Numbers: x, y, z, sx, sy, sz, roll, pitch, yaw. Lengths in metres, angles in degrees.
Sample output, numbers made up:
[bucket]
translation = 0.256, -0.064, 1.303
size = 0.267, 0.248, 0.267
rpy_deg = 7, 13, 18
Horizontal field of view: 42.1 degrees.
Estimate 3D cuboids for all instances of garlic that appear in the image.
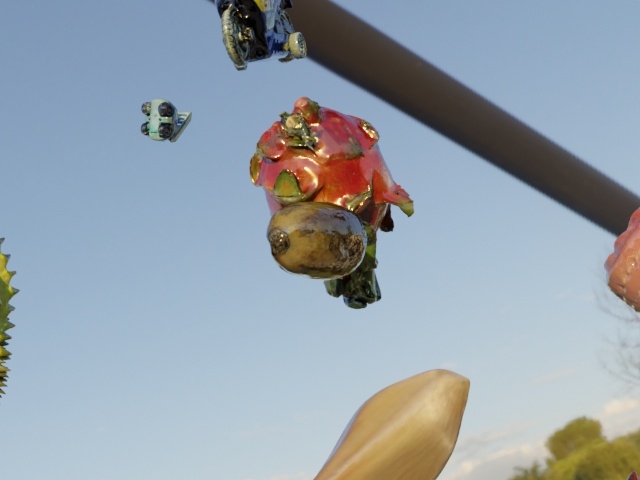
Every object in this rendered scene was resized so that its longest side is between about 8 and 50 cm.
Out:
[garlic]
translation = 0.059, 0.275, 1.002
size = 0.318, 0.112, 0.143
rpy_deg = -40, -46, -30

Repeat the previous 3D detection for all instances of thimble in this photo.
[thimble]
translation = 0.430, 0.013, 0.967
size = 0.163, 0.125, 0.189
rpy_deg = 1, -55, -51

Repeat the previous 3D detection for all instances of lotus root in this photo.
[lotus root]
translation = 0.000, 0.000, 0.908
size = 0.081, 0.089, 0.179
rpy_deg = -20, -7, 22

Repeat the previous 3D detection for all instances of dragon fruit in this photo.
[dragon fruit]
translation = 0.015, -0.047, 1.084
size = 0.198, 0.269, 0.200
rpy_deg = -15, -15, 21

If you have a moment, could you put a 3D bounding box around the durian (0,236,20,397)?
[durian]
translation = -0.459, 0.063, 0.974
size = 0.158, 0.355, 0.169
rpy_deg = -5, 24, 12

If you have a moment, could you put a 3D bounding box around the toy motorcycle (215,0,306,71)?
[toy motorcycle]
translation = -0.098, -0.354, 1.289
size = 0.113, 0.168, 0.315
rpy_deg = -9, 11, 16

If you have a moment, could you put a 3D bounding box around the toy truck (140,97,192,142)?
[toy truck]
translation = -0.262, -0.206, 1.435
size = 0.056, 0.073, 0.090
rpy_deg = 8, 7, 28

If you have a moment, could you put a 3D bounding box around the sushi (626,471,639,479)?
[sushi]
translation = 0.323, 0.293, 0.679
size = 0.103, 0.226, 0.097
rpy_deg = -4, -57, -12
